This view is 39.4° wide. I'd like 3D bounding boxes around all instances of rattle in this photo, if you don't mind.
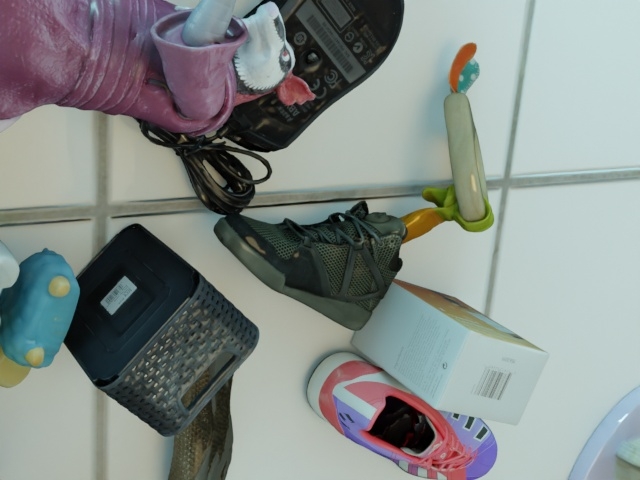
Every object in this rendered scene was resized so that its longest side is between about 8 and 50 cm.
[{"bbox_3d":[0.119,-0.103,0.989,0.130,0.142,0.200,-31,109,-57],"label":"rattle"}]

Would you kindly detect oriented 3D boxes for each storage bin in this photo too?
[{"bbox_3d":[-0.151,0.073,0.790,0.122,0.180,0.084,-48,126,-8],"label":"storage bin"}]

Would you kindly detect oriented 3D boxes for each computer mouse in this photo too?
[{"bbox_3d":[-0.045,-0.169,0.844,0.272,0.072,0.188,-38,126,0],"label":"computer mouse"}]

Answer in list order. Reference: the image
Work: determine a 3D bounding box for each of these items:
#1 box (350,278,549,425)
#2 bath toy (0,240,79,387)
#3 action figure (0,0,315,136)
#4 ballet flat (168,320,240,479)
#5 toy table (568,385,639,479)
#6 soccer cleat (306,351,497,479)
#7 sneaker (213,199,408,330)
[{"bbox_3d":[0.140,0.120,0.996,0.130,0.170,0.091,17,99,-35],"label":"box"},{"bbox_3d":[-0.353,0.023,0.639,0.348,0.129,0.151,26,93,-49],"label":"bath toy"},{"bbox_3d":[-0.169,-0.134,0.653,0.370,0.248,0.276,12,101,-28],"label":"action figure"},{"bbox_3d":[-0.129,0.191,0.930,0.084,0.058,0.250,-34,137,-60],"label":"ballet flat"},{"bbox_3d":[0.501,0.353,1.316,0.252,0.161,0.274,27,91,-36],"label":"toy table"},{"bbox_3d":[0.122,0.233,1.059,0.318,0.116,0.109,34,88,-36],"label":"soccer cleat"},{"bbox_3d":[0.000,0.000,0.906,0.227,0.087,0.130,29,103,-39],"label":"sneaker"}]
